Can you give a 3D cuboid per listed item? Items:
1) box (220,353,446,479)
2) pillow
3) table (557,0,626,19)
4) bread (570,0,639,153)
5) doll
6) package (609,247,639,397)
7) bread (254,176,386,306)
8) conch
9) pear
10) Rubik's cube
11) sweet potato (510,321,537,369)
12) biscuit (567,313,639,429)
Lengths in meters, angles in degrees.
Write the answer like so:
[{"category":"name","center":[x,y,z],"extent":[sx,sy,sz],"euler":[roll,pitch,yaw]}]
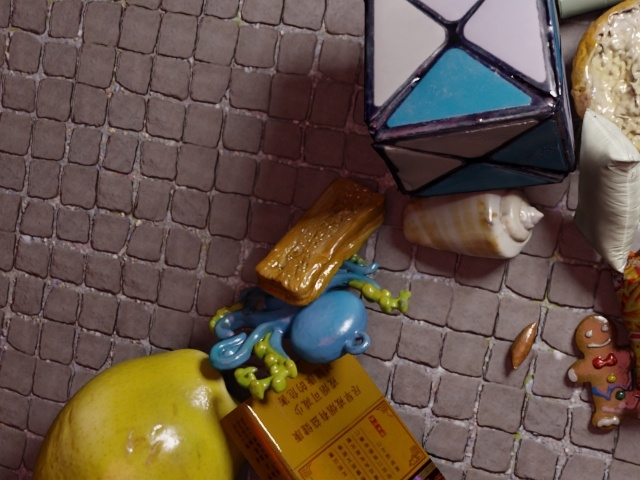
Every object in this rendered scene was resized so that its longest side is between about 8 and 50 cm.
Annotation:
[{"category":"box","center":[0.048,0.409,1.691],"extent":[0.415,0.264,0.116],"euler":[53,139,6]},{"category":"pillow","center":[0.468,-0.080,1.557],"extent":[0.078,0.254,0.144],"euler":[-24,44,-14]},{"category":"table","center":[0.500,-0.457,1.581],"extent":[0.220,0.126,0.126],"euler":[-10,91,16]},{"category":"bread","center":[0.551,-0.269,1.570],"extent":[0.274,0.149,0.274],"euler":[0,90,11]},{"category":"doll","center":[-0.038,0.150,1.712],"extent":[0.341,0.346,0.098],"euler":[19,141,49]},{"category":"package","center":[0.590,0.111,1.564],"extent":[0.223,0.109,0.288],"euler":[-26,75,56]},{"category":"bread","center":[-0.001,-0.001,1.708],"extent":[0.139,0.077,0.271],"euler":[24,60,29]},{"category":"conch","center":[0.264,-0.036,1.674],"extent":[0.255,0.127,0.158],"euler":[-10,92,16]},{"category":"pear","center":[-0.325,0.402,1.756],"extent":[0.418,0.362,0.362],"euler":[-39,83,-11]},{"category":"Rubik's cube","center":[0.246,-0.262,1.530],"extent":[0.305,0.307,0.310],"euler":[-4,71,16]},{"category":"sweet potato","center":[0.367,0.188,1.711],"extent":[0.034,0.034,0.095],"euler":[27,89,12]},{"category":"biscuit","center":[0.509,0.231,1.677],"extent":[0.138,0.031,0.204],"euler":[-18,87,16]}]
